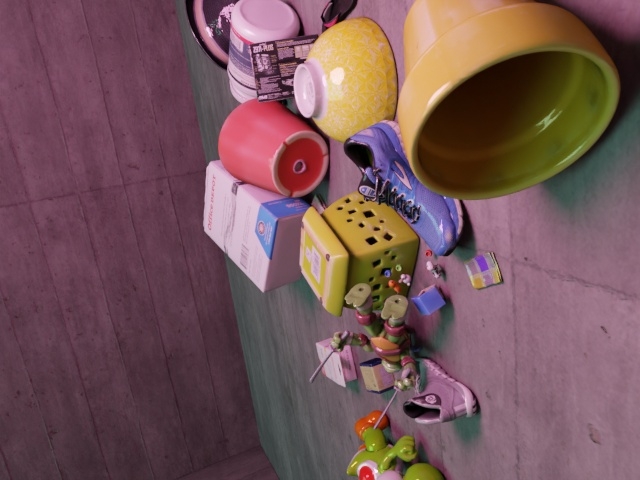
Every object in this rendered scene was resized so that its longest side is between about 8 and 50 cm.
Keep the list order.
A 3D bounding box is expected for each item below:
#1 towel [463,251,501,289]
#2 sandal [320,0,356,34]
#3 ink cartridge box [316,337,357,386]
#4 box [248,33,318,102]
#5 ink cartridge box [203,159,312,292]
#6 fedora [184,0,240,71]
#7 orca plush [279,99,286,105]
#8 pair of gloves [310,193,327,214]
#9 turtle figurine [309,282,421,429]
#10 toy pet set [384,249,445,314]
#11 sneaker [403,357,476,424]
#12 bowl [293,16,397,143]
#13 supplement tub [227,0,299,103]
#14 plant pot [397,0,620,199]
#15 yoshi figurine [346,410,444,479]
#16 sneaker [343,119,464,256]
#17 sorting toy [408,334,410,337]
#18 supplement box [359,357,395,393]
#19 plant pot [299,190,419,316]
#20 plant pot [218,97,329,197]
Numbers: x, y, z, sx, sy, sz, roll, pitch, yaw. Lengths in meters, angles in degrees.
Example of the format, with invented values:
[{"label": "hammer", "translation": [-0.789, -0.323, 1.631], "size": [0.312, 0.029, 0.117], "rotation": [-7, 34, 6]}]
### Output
[{"label": "towel", "translation": [0.298, 0.057, 0.920], "size": [0.083, 0.009, 0.060], "rotation": [144, 111, -67]}, {"label": "sandal", "translation": [0.030, -0.536, 1.173], "size": [0.179, 0.040, 0.067], "rotation": [156, 99, -68]}, {"label": "ink cartridge box", "translation": [0.058, 0.400, 1.648], "size": [0.198, 0.067, 0.116], "rotation": [180, 77, -70]}, {"label": "box", "translation": [-0.084, -0.447, 1.305], "size": [0.077, 0.180, 0.148], "rotation": [-80, -18, -73]}, {"label": "ink cartridge box", "translation": [-0.219, -0.066, 1.670], "size": [0.395, 0.166, 0.286], "rotation": [40, 131, 35]}, {"label": "fedora", "translation": [-0.270, -0.710, 1.587], "size": [0.152, 0.334, 0.334], "rotation": [-15, 90, 38]}, {"label": "orca plush", "translation": [-0.175, -0.395, 1.682], "size": [0.151, 0.102, 0.288], "rotation": [-167, 65, -66]}, {"label": "pair of gloves", "translation": [0.000, 0.000, 1.579], "size": [0.240, 0.042, 0.204], "rotation": [67, 157, 19]}, {"label": "turtle figurine", "translation": [0.114, 0.248, 1.100], "size": [0.198, 0.274, 0.266], "rotation": [-127, 20, -51]}, {"label": "toy pet set", "translation": [0.201, 0.099, 1.050], "size": [0.122, 0.065, 0.114], "rotation": [-32, 90, 33]}, {"label": "sneaker", "translation": [0.224, 0.336, 1.109], "size": [0.228, 0.132, 0.086], "rotation": [-165, 63, -65]}, {"label": "bowl", "translation": [0.032, -0.348, 1.132], "size": [0.289, 0.155, 0.290], "rotation": [167, 90, -68]}, {"label": "supplement tub", "translation": [-0.173, -0.547, 1.465], "size": [0.272, 0.191, 0.191], "rotation": [112, 139, -56]}, {"label": "plant pot", "translation": [0.215, -0.222, 0.669], "size": [0.254, 0.253, 0.239], "rotation": [107, 158, -52]}, {"label": "yoshi figurine", "translation": [0.215, 0.608, 1.323], "size": [0.203, 0.203, 0.362], "rotation": [-58, 15, 5]}, {"label": "sneaker", "translation": [0.152, -0.095, 0.995], "size": [0.330, 0.147, 0.130], "rotation": [57, 153, 27]}, {"label": "sorting toy", "translation": [0.201, 0.238, 1.268], "size": [0.083, 0.012, 0.062], "rotation": [26, 127, 62]}, {"label": "supplement box", "translation": [0.160, 0.377, 1.397], "size": [0.083, 0.056, 0.083], "rotation": [148, 107, -68]}, {"label": "plant pot", "translation": [0.075, 0.035, 1.195], "size": [0.227, 0.207, 0.228], "rotation": [-125, 31, -44]}, {"label": "plant pot", "translation": [-0.122, -0.255, 1.455], "size": [0.243, 0.274, 0.275], "rotation": [36, 136, 43]}]
